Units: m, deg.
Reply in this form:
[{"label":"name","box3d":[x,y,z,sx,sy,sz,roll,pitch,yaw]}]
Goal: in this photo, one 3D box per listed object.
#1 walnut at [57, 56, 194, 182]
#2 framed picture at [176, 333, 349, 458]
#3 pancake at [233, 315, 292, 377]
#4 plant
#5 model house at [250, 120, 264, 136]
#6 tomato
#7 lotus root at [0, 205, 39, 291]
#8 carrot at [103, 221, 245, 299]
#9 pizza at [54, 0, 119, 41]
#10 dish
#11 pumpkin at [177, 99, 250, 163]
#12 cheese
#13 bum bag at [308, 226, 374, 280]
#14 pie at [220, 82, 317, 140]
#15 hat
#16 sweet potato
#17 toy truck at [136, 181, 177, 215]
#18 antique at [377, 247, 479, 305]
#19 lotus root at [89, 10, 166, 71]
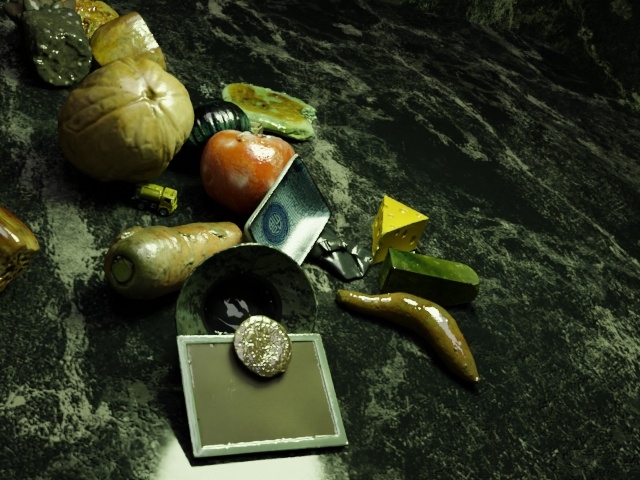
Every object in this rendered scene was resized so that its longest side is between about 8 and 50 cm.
[{"label":"walnut","box3d":[-0.427,-0.258,1.733,0.252,0.313,0.277,41,63,-16]},{"label":"framed picture","box3d":[-0.098,0.252,1.314,0.274,0.017,0.217,4,54,-25]},{"label":"pancake","box3d":[-0.096,0.180,1.345,0.114,0.011,0.115,13,56,-19]},{"label":"plant","box3d":[-0.735,-0.548,2.121,0.194,0.182,0.321,-7,38,-29]},{"label":"model house","box3d":[-0.165,-0.280,2.134,0.058,0.057,0.083,-5,37,-27]},{"label":"tomato","box3d":[-0.167,-0.152,1.803,0.231,0.189,0.232,11,2,0]},{"label":"lotus root","box3d":[-0.637,-0.005,1.348,0.290,0.193,0.193,29,32,10]},{"label":"carrot","box3d":[-0.278,0.035,1.512,0.138,0.139,0.301,38,26,28]},{"label":"pizza","box3d":[-0.696,-0.674,2.437,0.257,0.087,0.268,35,32,19]},{"label":"dish","box3d":[-0.087,-0.040,1.674,0.080,0.182,0.243,-2,42,37]},{"label":"pumpkin","box3d":[-0.264,-0.258,1.925,0.202,0.202,0.140,-20,85,-47]},{"label":"cheese","box3d":[0.161,-0.015,1.864,0.126,0.093,0.171,28,33,14]},{"label":"bum bag","box3d":[0.000,0.000,1.781,0.248,0.060,0.123,28,31,12]},{"label":"pie","box3d":[-0.149,-0.374,2.279,0.302,0.067,0.303,14,31,-9]},{"label":"hat","box3d":[-0.147,0.122,1.422,0.265,0.266,0.128,4,3,-24]},{"label":"sweet potato","box3d":[0.195,0.165,1.616,0.346,0.079,0.108,29,44,21]},{"label":"toy truck","box3d":[-0.356,-0.092,1.733,0.083,0.054,0.049,16,32,-7]},{"label":"antique","box3d":[0.245,0.090,1.762,0.220,0.080,0.081,13,33,-14]},{"label":"lotus root","box3d":[-0.558,-0.522,2.228,0.180,0.199,0.188,-39,18,-22]}]
